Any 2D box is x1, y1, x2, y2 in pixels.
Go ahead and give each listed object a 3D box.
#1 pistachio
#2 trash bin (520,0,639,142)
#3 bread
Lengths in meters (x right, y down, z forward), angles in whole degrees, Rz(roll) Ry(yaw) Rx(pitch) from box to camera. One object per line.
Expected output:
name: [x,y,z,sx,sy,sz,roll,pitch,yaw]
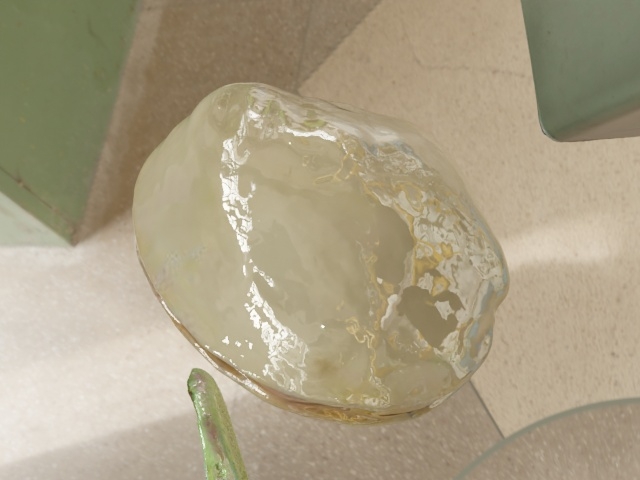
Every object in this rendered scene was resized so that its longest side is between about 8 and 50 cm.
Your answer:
pistachio: [0.000,0.000,1.020,0.365,0.281,0.445,-38,66,-26]
trash bin: [0.256,-0.178,0.644,0.122,0.240,0.164,-7,83,-22]
bread: [-0.123,0.311,1.271,0.045,0.301,0.301,-15,60,-6]
